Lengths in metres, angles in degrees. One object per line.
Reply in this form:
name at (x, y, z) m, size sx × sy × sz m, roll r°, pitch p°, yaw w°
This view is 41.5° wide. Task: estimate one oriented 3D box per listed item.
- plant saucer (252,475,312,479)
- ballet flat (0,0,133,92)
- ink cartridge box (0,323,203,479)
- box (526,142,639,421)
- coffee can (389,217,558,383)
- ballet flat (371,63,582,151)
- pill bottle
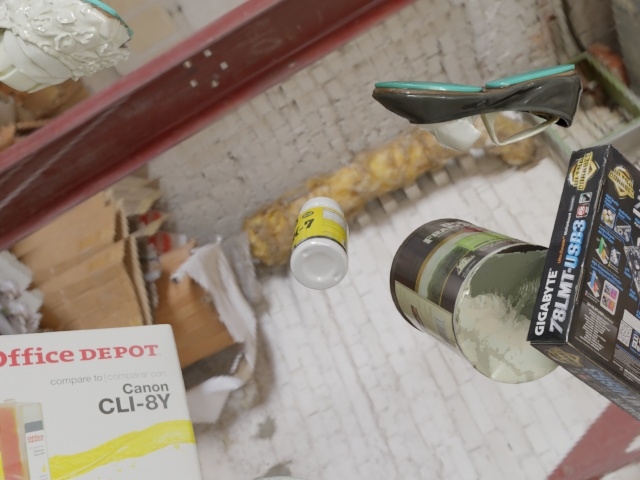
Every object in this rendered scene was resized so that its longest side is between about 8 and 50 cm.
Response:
plant saucer at (-0.115, 0.590, 1.470) m, size 0.400 × 0.400 × 0.101 m, roll -107°, pitch 177°, yaw -63°
ballet flat at (-0.409, -0.266, 1.142) m, size 0.408 × 0.147 × 0.147 m, roll 20°, pitch -24°, yaw 38°
ink cartridge box at (-0.299, 0.310, 1.040) m, size 0.160 × 0.279 × 0.385 m, roll -52°, pitch -133°, yaw 48°
box at (0.426, 0.066, 1.167) m, size 0.295 × 0.073 × 0.294 m, roll 32°, pitch 65°, yaw -32°
coffee can at (0.245, 0.083, 1.295) m, size 0.202 × 0.201 × 0.275 m, roll 60°, pitch -8°, yaw -15°
ballet flat at (0.205, -0.165, 1.076) m, size 0.095 × 0.280 × 0.096 m, roll -130°, pitch -146°, yaw -75°
pill bottle at (0.000, 0.000, 1.770) m, size 0.119 × 0.119 × 0.208 m, roll 58°, pitch 16°, yaw -26°
